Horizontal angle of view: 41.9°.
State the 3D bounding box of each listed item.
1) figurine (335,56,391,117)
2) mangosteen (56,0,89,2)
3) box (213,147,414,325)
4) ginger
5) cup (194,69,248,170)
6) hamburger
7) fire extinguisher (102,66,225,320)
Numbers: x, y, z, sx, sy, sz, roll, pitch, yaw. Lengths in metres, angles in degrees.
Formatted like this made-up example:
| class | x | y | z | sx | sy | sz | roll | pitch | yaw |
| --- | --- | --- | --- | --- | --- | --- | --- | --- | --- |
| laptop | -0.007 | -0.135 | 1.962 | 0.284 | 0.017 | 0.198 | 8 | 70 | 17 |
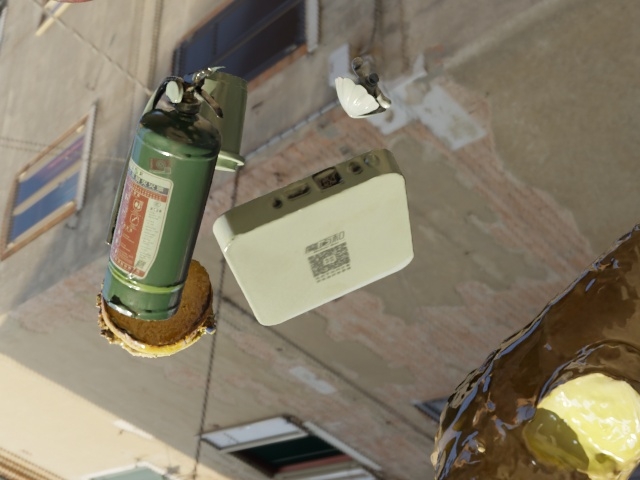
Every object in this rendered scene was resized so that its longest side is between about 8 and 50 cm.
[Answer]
| class | x | y | z | sx | sy | sz | roll | pitch | yaw |
| --- | --- | --- | --- | --- | --- | --- | --- | --- | --- |
| figurine | 0.071 | -0.237 | 1.333 | 0.094 | 0.086 | 0.082 | 34 | -118 | 16 |
| mangosteen | -0.395 | -0.480 | 1.293 | 0.215 | 0.257 | 0.215 | -6 | -69 | -17 |
| box | 0.000 | 0.000 | 1.653 | 0.373 | 0.367 | 0.090 | 74 | 171 | -57 |
| ginger | 0.184 | 0.102 | 0.587 | 0.123 | 0.270 | 0.219 | 42 | -173 | 3 |
| cup | -0.163 | -0.179 | 1.254 | 0.120 | 0.120 | 0.141 | 10 | -90 | -43 |
| hamburger | -0.272 | 0.108 | 1.363 | 0.191 | 0.118 | 0.182 | -33 | -108 | -23 |
| fire extinguisher | -0.163 | -0.060 | 0.881 | 0.093 | 0.294 | 0.118 | -10 | -143 | -46 |
